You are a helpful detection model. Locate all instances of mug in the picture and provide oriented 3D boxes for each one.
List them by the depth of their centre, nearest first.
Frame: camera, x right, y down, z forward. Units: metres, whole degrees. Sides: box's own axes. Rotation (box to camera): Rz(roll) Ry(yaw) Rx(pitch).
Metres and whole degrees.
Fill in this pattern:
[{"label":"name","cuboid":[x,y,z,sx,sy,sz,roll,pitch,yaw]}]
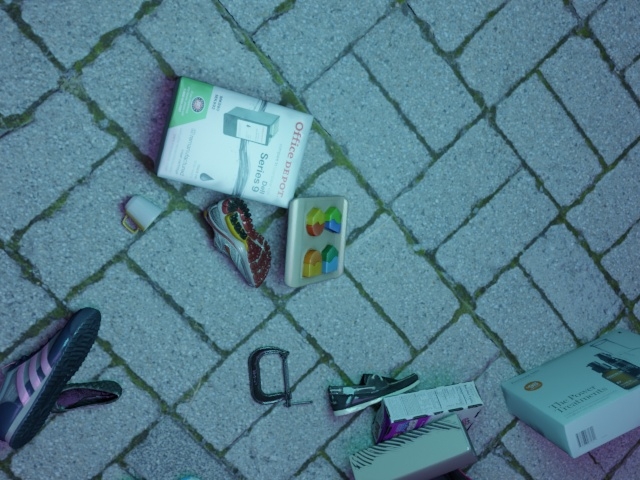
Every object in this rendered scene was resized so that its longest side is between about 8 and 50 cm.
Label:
[{"label":"mug","cuboid":[-0.381,-0.056,1.572,0.064,0.062,0.078,41,79,-9]}]

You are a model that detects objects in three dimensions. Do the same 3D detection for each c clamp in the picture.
[{"label":"c clamp","cuboid":[-0.097,0.315,1.729,0.137,0.022,0.161,-11,103,-9]}]

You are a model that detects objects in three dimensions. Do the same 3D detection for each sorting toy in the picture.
[{"label":"sorting toy","cuboid":[0.000,0.000,1.642,0.208,0.038,0.193,-7,103,-56]}]

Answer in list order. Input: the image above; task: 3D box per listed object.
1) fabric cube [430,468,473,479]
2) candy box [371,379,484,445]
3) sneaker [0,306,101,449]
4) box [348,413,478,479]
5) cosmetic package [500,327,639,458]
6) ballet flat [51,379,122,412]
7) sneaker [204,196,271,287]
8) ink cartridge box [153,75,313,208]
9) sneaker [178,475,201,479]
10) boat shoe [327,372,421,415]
[{"label":"fabric cube","cuboid":[0.292,0.707,1.739,0.254,0.259,0.258,-35,118,-15]},{"label":"candy box","cuboid":[0.249,0.415,1.771,0.233,0.071,0.159,-6,142,-15]},{"label":"sneaker","cuboid":[-0.582,0.258,1.541,0.131,0.112,0.319,28,76,15]},{"label":"box","cuboid":[0.214,0.503,1.731,0.275,0.094,0.113,-24,145,7]},{"label":"cosmetic package","cuboid":[0.676,0.356,1.816,0.377,0.284,0.097,-22,102,-12]},{"label":"ballet flat","cuboid":[-0.511,0.332,1.595,0.173,0.049,0.057,-11,100,-14]},{"label":"sneaker","cuboid":[-0.178,0.006,1.633,0.088,0.092,0.225,-53,129,-47]},{"label":"ink cartridge box","cuboid":[-0.182,-0.203,1.573,0.289,0.121,0.211,13,95,-18]},{"label":"sneaker","cuboid":[-0.274,0.641,1.687,0.087,0.092,0.229,-15,101,-12]},{"label":"boat shoe","cuboid":[0.129,0.346,1.767,0.233,0.084,0.079,-13,76,-19]}]
